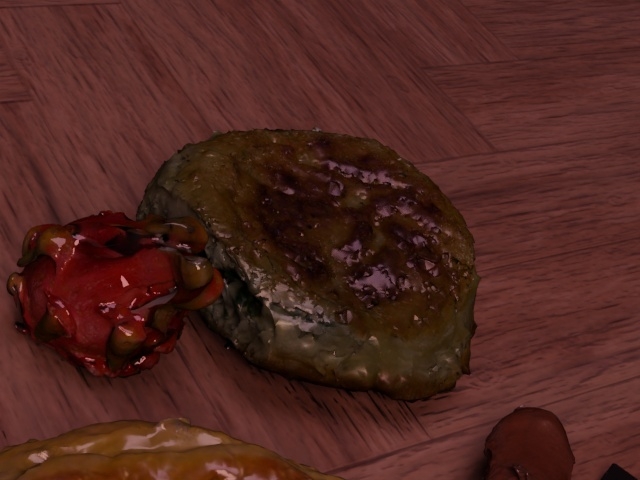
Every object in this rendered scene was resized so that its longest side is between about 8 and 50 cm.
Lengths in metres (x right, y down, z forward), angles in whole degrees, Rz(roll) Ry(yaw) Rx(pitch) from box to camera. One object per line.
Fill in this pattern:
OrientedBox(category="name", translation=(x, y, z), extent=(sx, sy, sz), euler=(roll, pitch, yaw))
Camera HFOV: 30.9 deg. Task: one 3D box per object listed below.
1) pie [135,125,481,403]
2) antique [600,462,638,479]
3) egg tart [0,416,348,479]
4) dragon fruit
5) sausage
OrientedBox(category="pie", translation=(0.000, 0.000, 1.036), extent=(0.288, 0.103, 0.355), euler=(-9, 47, -40))
OrientedBox(category="antique", translation=(0.315, 0.254, 0.958), extent=(0.192, 0.015, 0.031), euler=(37, 40, 18))
OrientedBox(category="egg tart", translation=(-0.066, 0.296, 0.607), extent=(0.443, 0.178, 0.443), euler=(15, 38, -12))
OrientedBox(category="dragon fruit", translation=(-0.155, 0.036, 0.910), extent=(0.150, 0.207, 0.133), euler=(56, 46, -25))
OrientedBox(category="sausage", translation=(0.157, 0.205, 0.834), extent=(0.087, 0.079, 0.326), euler=(-24, 12, 8))
